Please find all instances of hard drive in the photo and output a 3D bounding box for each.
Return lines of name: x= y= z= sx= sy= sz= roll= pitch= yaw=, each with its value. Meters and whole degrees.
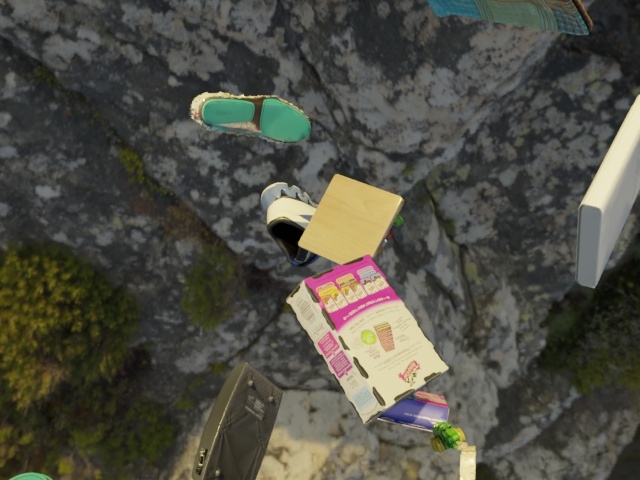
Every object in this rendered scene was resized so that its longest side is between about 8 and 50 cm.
hard drive: x=0.535 y=-0.091 z=1.223 sx=0.040 sy=0.307 sz=0.203 roll=18 pitch=144 yaw=32
hard drive: x=-0.171 y=0.398 z=1.400 sx=0.054 sy=0.255 sz=0.172 roll=-1 pitch=145 yaw=33

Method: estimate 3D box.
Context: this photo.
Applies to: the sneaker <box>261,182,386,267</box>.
sneaker: x=-0.001 y=-0.001 z=1.592 sx=0.315 sy=0.182 sz=0.127 roll=20 pitch=129 yaw=-16

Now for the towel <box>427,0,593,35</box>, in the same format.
towel: x=0.287 y=-0.477 z=1.233 sx=0.271 sy=0.370 sz=0.040 roll=30 pitch=90 yaw=-44

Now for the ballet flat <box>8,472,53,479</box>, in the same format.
ballet flat: x=-0.225 y=0.315 z=0.557 sx=0.083 sy=0.247 sz=0.087 roll=-12 pitch=136 yaw=-19

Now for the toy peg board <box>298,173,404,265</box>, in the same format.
toy peg board: x=0.070 y=-0.022 z=1.304 sx=0.079 sy=0.161 sz=0.161 roll=37 pitch=79 yaw=-55

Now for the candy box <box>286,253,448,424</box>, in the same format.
candy box: x=0.074 y=0.151 z=1.085 sx=0.159 sy=0.233 sz=0.071 roll=-19 pitch=157 yaw=-40

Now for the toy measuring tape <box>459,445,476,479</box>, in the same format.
toy measuring tape: x=0.358 y=0.659 z=1.587 sx=0.121 sy=0.330 sz=0.121 roll=5 pitch=141 yaw=4

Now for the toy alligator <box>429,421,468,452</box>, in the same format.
toy alligator: x=0.245 y=0.375 z=1.304 sx=0.056 sy=0.051 sz=0.190 roll=-22 pitch=166 yaw=-8

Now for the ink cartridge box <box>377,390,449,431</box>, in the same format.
ink cartridge box: x=0.250 y=0.450 z=1.824 sx=0.175 sy=0.371 sz=0.069 roll=10 pitch=87 yaw=8

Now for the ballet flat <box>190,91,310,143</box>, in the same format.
ballet flat: x=-0.131 y=-0.234 z=1.255 sx=0.241 sy=0.077 sz=0.091 roll=7 pitch=102 yaw=-34
